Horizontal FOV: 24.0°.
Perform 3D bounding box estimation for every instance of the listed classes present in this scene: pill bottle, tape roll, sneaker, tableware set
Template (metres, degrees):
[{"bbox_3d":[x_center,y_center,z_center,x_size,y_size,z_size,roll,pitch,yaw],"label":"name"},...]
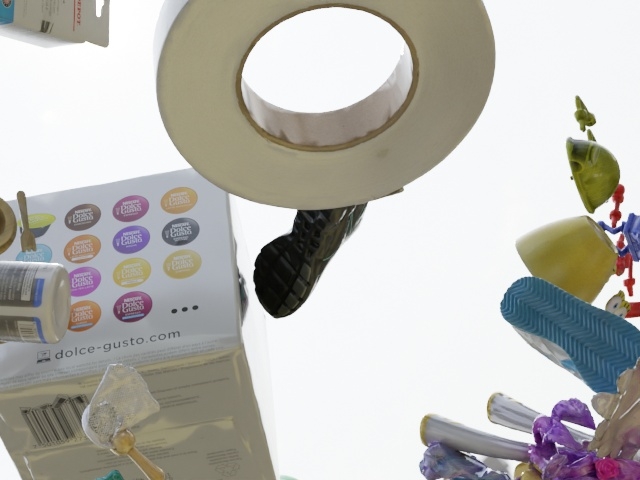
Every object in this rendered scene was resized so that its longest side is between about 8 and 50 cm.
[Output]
[{"bbox_3d":[-0.315,0.058,1.447,0.137,0.078,0.078,3,-42,6],"label":"pill bottle"},{"bbox_3d":[0.005,-0.197,1.700,0.391,0.072,0.392,-6,-46,-6],"label":"tape roll"},{"bbox_3d":[0.000,0.000,2.002,0.106,0.101,0.267,-13,-37,-46],"label":"sneaker"},{"bbox_3d":[0.310,0.121,1.702,0.087,0.228,0.092,-51,-38,1],"label":"sneaker"},{"bbox_3d":[-0.397,0.027,1.813,0.128,0.194,0.039,-6,-15,-27],"label":"tableware set"}]

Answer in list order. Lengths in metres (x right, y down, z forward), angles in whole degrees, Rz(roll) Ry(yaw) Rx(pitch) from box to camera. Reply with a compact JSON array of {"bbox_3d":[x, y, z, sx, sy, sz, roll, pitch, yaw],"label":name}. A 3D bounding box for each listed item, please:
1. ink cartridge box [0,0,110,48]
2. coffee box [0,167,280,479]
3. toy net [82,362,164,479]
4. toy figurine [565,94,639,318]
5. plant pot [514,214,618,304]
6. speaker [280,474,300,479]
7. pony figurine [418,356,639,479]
[{"bbox_3d":[-0.299,-0.261,1.567,0.180,0.060,0.104,10,-102,-56],"label":"ink cartridge box"},{"bbox_3d":[-0.251,0.146,2.052,0.337,0.334,0.338,-10,-42,2],"label":"coffee box"},{"bbox_3d":[-0.223,0.246,1.574,0.122,0.232,0.045,-3,-8,-17],"label":"toy net"},{"bbox_3d":[0.504,-0.048,2.188,0.363,0.217,0.191,63,-146,-38],"label":"toy figurine"},{"bbox_3d":[0.336,0.021,1.997,0.095,0.134,0.134,-41,-34,17],"label":"plant pot"},{"bbox_3d":[-0.101,0.475,2.272,0.131,0.131,0.296,-67,-9,30],"label":"speaker"},{"bbox_3d":[0.296,0.254,1.630,0.351,0.363,0.303,-4,-82,-58],"label":"pony figurine"}]
